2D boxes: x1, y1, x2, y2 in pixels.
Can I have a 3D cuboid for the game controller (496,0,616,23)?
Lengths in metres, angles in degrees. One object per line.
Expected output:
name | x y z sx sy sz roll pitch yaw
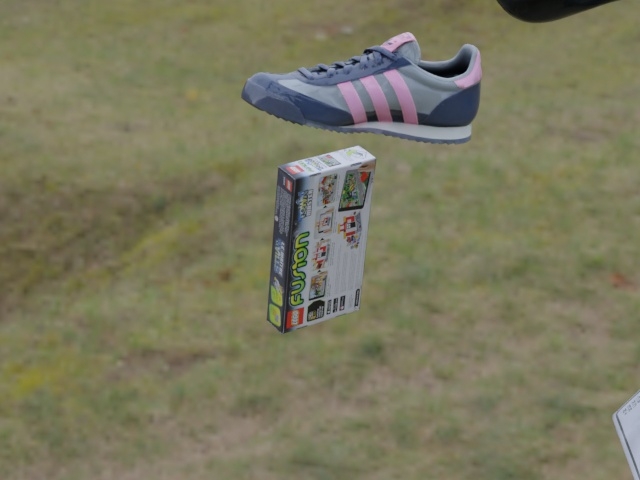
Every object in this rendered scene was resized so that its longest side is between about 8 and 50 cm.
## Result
game controller | 0.179 -0.338 1.384 0.166 0.319 0.067 -12 28 32

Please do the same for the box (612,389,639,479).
box | 0.371 0.184 1.463 0.087 0.169 0.290 43 11 -7

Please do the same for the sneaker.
sneaker | 0.056 -0.203 1.993 0.319 0.131 0.112 3 23 -27

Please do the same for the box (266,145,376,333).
box | 0.000 0.000 1.836 0.114 0.207 0.036 -15 36 -32
